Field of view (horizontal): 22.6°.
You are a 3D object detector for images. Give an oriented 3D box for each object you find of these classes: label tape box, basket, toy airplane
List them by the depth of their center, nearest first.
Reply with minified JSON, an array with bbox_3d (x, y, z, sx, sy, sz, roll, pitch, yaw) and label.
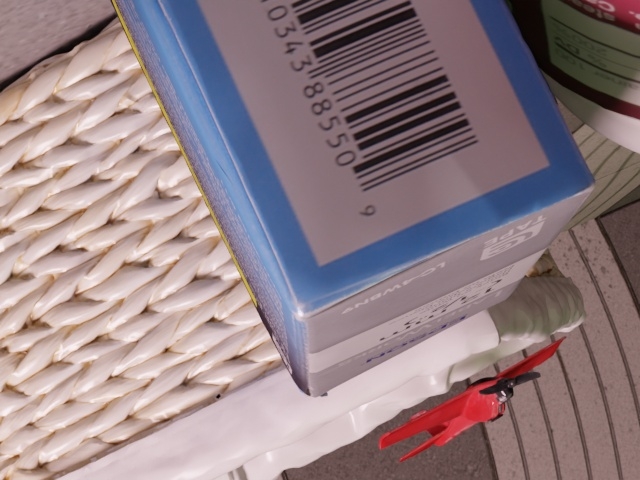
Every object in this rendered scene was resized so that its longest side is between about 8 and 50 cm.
[{"bbox_3d":[-0.013,-0.075,0.671,0.115,0.249,0.347,-25,171,-3],"label":"label tape box"},{"bbox_3d":[-0.050,0.013,1.018,0.331,0.266,0.328,-29,170,16],"label":"basket"},{"bbox_3d":[0.091,0.111,1.033,0.151,0.028,0.151,-28,173,-4],"label":"toy airplane"}]

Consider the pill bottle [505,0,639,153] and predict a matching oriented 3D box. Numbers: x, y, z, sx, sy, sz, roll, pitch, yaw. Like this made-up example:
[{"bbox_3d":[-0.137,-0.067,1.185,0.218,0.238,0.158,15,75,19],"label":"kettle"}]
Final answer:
[{"bbox_3d":[0.143,-0.166,0.532,0.224,0.224,0.392,-27,163,3],"label":"pill bottle"}]
